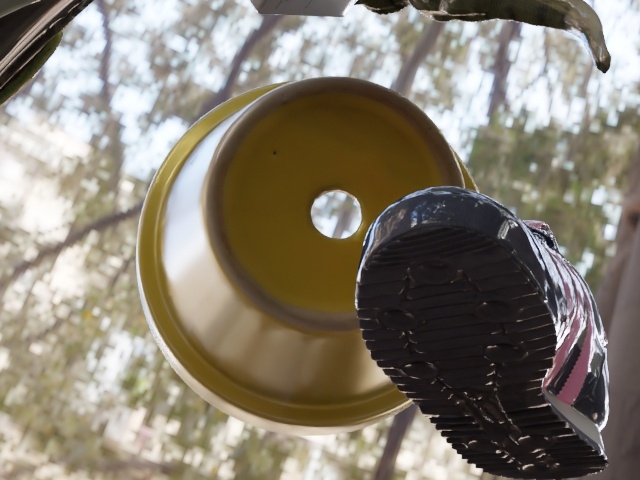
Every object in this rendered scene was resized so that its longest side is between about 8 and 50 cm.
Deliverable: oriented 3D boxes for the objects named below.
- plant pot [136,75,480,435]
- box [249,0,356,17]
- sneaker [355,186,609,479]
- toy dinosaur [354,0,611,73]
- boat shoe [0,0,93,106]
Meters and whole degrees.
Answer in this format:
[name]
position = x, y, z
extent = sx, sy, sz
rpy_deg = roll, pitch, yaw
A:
[plant pot]
position = 0.000, 0.000, 1.158
extent = 0.254, 0.254, 0.239
rpy_deg = 21, -11, -1
[box]
position = -0.012, -0.204, 1.030
extent = 0.101, 0.087, 0.102
rpy_deg = 53, -57, 23
[sneaker]
position = 0.096, 0.029, 0.974
extent = 0.112, 0.131, 0.319
rpy_deg = -2, -28, 16
[toy dinosaur]
position = 0.112, -0.194, 1.156
extent = 0.064, 0.118, 0.268
rpy_deg = 2, 14, -41
[boat shoe]
position = -0.095, -0.071, 0.409
extent = 0.081, 0.228, 0.069
rpy_deg = 47, -4, -8
